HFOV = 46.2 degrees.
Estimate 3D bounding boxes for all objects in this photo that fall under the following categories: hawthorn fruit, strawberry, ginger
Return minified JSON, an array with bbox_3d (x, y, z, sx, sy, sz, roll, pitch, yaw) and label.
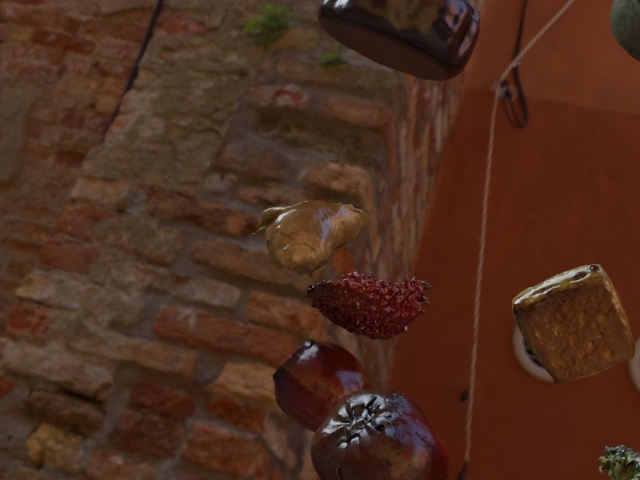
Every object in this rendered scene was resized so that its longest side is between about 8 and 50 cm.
[{"bbox_3d":[0.091,0.309,1.018,0.181,0.181,0.235,8,-40,31],"label":"hawthorn fruit"},{"bbox_3d":[0.091,0.161,1.694,0.306,0.137,0.233,4,-20,-41],"label":"strawberry"},{"bbox_3d":[0.003,-0.002,1.188,0.193,0.122,0.115,-5,-36,-18],"label":"ginger"},{"bbox_3d":[0.018,0.340,1.706,0.250,0.215,0.215,31,-6,32],"label":"hawthorn fruit"}]

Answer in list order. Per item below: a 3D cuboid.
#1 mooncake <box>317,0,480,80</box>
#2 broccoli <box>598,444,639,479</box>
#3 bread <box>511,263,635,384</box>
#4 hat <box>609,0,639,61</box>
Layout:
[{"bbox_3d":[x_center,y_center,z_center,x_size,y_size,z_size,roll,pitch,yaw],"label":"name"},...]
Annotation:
[{"bbox_3d":[0.137,-0.382,1.279,0.283,0.141,0.283,25,3,-1],"label":"mooncake"},{"bbox_3d":[0.367,0.428,1.019,0.362,0.252,0.221,-1,23,-7],"label":"broccoli"},{"bbox_3d":[0.532,0.175,1.579,0.210,0.099,0.235,-25,-72,15],"label":"bread"},{"bbox_3d":[0.475,-0.313,1.022,0.257,0.257,0.130,20,-33,-10],"label":"hat"}]
